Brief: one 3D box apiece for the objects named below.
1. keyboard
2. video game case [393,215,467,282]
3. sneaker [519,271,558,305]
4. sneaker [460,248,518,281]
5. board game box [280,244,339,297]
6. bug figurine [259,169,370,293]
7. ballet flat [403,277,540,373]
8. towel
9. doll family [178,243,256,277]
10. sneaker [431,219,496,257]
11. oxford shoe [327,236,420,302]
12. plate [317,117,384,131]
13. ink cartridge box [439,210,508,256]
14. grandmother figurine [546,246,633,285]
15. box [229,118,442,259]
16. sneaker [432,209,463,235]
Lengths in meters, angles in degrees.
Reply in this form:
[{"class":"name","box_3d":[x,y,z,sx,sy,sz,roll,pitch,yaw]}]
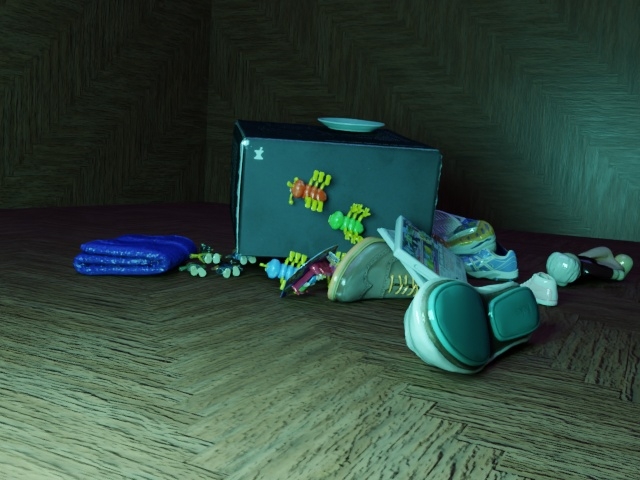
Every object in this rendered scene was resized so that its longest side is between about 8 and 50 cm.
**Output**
[{"class":"keyboard","box_3d":[0.204,0.060,1.393,0.072,0.014,0.256,14,32,-41]},{"class":"video game case","box_3d":[0.236,0.038,1.433,0.184,0.023,0.201,35,23,-7]},{"class":"sneaker","box_3d":[0.485,0.103,1.525,0.051,0.070,0.134,-2,7,-28]},{"class":"sneaker","box_3d":[0.428,0.061,1.813,0.211,0.081,0.080,3,8,10]},{"class":"board game box","box_3d":[-0.015,0.076,1.360,0.133,0.033,0.168,-33,-15,-23]},{"class":"bug figurine","box_3d":[-0.009,-0.003,1.503,0.216,0.278,0.072,22,-14,-20]},{"class":"ballet flat","box_3d":[0.207,0.129,1.009,0.139,0.139,0.400,8,4,36]},{"class":"towel","box_3d":[-0.443,0.026,1.641,0.228,0.076,0.308,-1,6,1]},{"class":"doll family","box_3d":[-0.246,0.049,1.635,0.193,0.075,0.111,6,1,-21]},{"class":"sneaker","box_3d":[0.354,0.046,1.900,0.297,0.130,0.111,-13,39,17]},{"class":"oxford shoe","box_3d":[0.158,0.068,1.446,0.133,0.129,0.364,30,30,31]},{"class":"plate","box_3d":[0.085,-0.321,1.865,0.188,0.024,0.188,5,14,-1]},{"class":"ink cartridge box","box_3d":[0.477,-0.007,2.106,0.206,0.045,0.208,40,-7,-25]},{"class":"grandmother figurine","box_3d":[0.720,0.068,1.841,0.208,0.103,0.343,-3,-2,43]},{"class":"box","box_3d":[0.008,-0.147,1.785,0.481,0.297,0.472,2,13,-10]},{"class":"sneaker","box_3d":[0.293,-0.010,2.078,0.350,0.131,0.148,0,-21,35]}]
